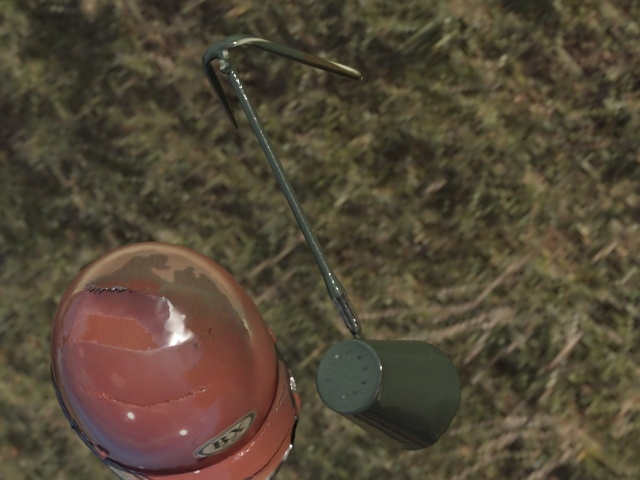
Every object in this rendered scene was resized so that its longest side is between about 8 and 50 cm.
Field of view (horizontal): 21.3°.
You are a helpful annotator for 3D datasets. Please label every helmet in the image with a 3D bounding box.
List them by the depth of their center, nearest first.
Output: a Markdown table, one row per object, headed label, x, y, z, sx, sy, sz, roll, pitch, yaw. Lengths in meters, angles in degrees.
| label | x | y | z | sx | sy | sz | roll | pitch | yaw |
| --- | --- | --- | --- | --- | --- | --- | --- | --- | --- |
| helmet | -0.042 | 0.033 | 0.486 | 0.084 | 0.065 | 0.049 | 46 | 160 | 19 |

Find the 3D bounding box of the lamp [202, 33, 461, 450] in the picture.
| label | x | y | z | sx | sy | sz | roll | pitch | yaw |
| --- | --- | --- | --- | --- | --- | --- | --- | --- | --- |
| lamp | 0.000 | 0.001 | 0.488 | 0.041 | 0.054 | 0.121 | -28 | 67 | 21 |
